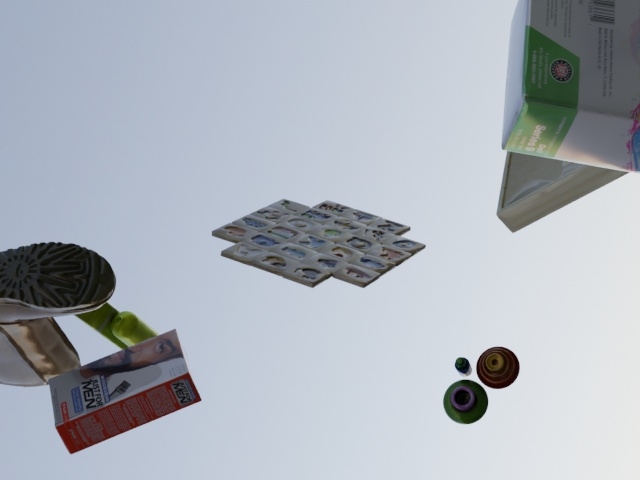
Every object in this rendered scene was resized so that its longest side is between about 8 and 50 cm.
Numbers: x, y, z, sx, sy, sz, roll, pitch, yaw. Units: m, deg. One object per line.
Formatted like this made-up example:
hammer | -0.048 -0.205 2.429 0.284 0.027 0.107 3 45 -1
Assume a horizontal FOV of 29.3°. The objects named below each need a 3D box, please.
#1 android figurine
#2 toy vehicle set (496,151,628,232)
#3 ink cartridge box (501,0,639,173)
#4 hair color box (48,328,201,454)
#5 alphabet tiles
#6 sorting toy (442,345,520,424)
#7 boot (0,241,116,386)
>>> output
android figurine | -0.343 0.090 1.788 0.056 0.248 0.273 -53 -36 -11
toy vehicle set | 0.335 -0.126 1.480 0.035 0.267 0.166 44 -142 -21
ink cartridge box | 0.277 -0.146 1.091 0.093 0.212 0.154 100 179 -61
hair color box | -0.235 0.179 1.461 0.093 0.167 0.053 -119 9 -54
alphabet tiles | 0.000 0.000 2.013 0.342 0.285 0.011 -28 -49 -56
sorting toy | 0.171 0.153 1.347 0.102 0.061 0.042 -45 -25 -3
boot | -0.352 0.103 1.566 0.269 0.236 0.089 81 -167 -60
